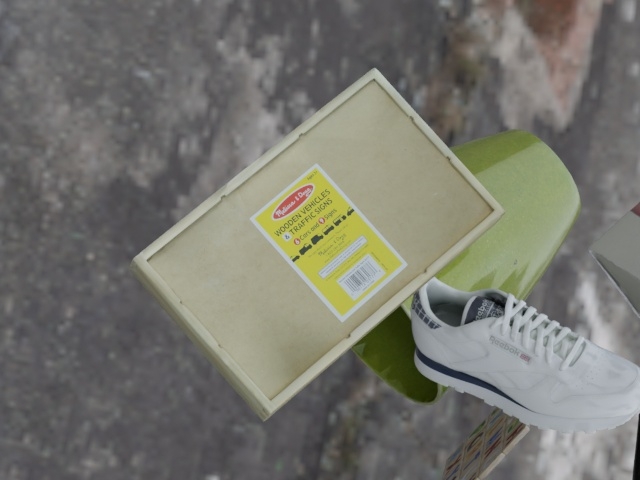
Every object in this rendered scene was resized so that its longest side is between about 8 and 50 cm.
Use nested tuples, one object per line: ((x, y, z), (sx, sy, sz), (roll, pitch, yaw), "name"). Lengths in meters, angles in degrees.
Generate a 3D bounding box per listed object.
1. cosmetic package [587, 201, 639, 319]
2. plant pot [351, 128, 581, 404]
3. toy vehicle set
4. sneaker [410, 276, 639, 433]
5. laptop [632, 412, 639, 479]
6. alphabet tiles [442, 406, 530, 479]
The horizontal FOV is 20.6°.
((0.371, -0.029, 1.329), (0.296, 0.153, 0.129), (-43, 118, -4), "cosmetic package")
((0.160, 0.000, 2.110), (0.293, 0.275, 0.275), (-37, 139, -17), "plant pot")
((0.000, 0.000, 1.435), (0.267, 0.166, 0.035), (-39, 174, -18), "toy vehicle set")
((0.186, 0.101, 1.594), (0.090, 0.235, 0.095), (-49, 144, -44), "sneaker")
((0.539, 0.403, 1.859), (0.236, 0.408, 0.382), (1, 97, -33), "laptop")
((0.203, 0.224, 2.036), (0.198, 0.009, 0.237), (-48, -179, 14), "alphabet tiles")
